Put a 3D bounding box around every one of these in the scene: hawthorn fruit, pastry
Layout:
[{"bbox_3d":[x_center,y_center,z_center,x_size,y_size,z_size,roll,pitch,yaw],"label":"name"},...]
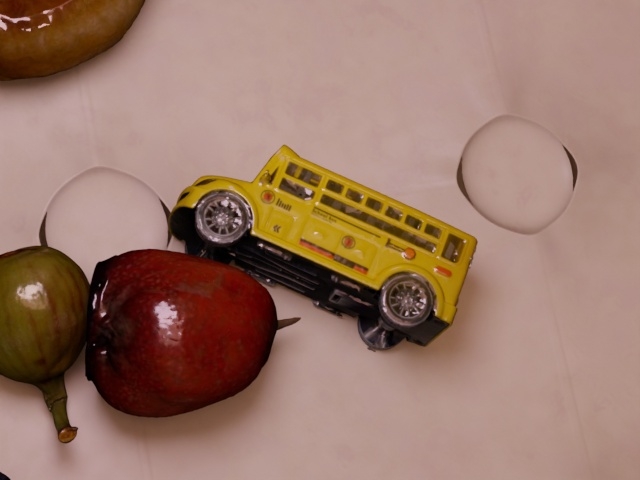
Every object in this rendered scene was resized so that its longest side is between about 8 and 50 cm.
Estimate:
[{"bbox_3d":[-0.140,0.101,1.693,0.251,0.189,0.189,4,72,-27],"label":"hawthorn fruit"},{"bbox_3d":[-0.349,-0.347,1.789,0.356,0.164,0.356,5,69,-13],"label":"pastry"}]

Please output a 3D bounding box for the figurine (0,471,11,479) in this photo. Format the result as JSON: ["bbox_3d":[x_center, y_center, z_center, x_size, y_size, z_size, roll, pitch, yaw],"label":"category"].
[{"bbox_3d":[-0.362,0.410,1.579,0.185,0.204,0.332,19,43,-3],"label":"figurine"}]

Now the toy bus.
[{"bbox_3d":[0.000,0.000,1.754,0.330,0.144,0.152,24,72,-4],"label":"toy bus"}]

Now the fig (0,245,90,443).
[{"bbox_3d":[-0.303,0.096,1.687,0.142,0.148,0.186,-42,123,-32],"label":"fig"}]
